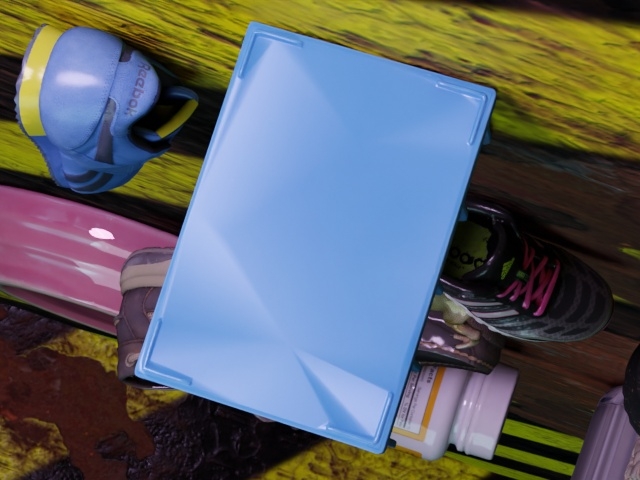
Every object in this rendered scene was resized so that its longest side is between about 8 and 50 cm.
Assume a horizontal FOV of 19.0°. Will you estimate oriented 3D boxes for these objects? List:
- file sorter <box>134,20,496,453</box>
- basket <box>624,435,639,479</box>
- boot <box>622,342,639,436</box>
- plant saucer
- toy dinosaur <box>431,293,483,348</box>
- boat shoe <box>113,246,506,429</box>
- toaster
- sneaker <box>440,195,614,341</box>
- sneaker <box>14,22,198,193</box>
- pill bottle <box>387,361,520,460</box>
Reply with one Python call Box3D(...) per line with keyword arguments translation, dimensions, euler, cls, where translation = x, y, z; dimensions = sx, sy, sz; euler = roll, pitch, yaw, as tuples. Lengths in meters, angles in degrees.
Box3D(translation=(0.005, 0.005, 0.901), dimensions=(0.118, 0.170, 0.104), euler=(17, 174, 11), cls="file sorter")
Box3D(translation=(0.284, 0.142, 1.354), dimensions=(0.103, 0.113, 0.167), euler=(20, 171, 6), cls="basket")
Box3D(translation=(0.347, 0.116, 1.092), dimensions=(0.338, 0.118, 0.223), euler=(14, 166, -1), cls="boot")
Box3D(translation=(-0.188, 0.040, 1.798), dimensions=(0.332, 0.084, 0.332), euler=(19, 171, 3), cls="plant saucer")
Box3D(translation=(0.097, 0.041, 1.315), dimensions=(0.183, 0.053, 0.092), euler=(14, 169, 26), cls="toy dinosaur")
Box3D(translation=(-0.015, 0.089, 1.530), dimensions=(0.355, 0.130, 0.132), euler=(4, 166, 35), cls="boat shoe")
Box3D(translation=(0.304, 0.217, 1.662), dimensions=(0.227, 0.146, 0.129), euler=(18, 170, -1), cls="toaster")
Box3D(translation=(0.103, 0.016, 1.110), dimensions=(0.170, 0.063, 0.075), euler=(26, 176, -16), cls="sneaker")
Box3D(translation=(-0.107, -0.061, 1.053), dimensions=(0.082, 0.069, 0.209), euler=(14, 171, 5), cls="sneaker")
Box3D(translation=(0.059, 0.119, 1.658), dimensions=(0.215, 0.117, 0.117), euler=(18, 171, 8), cls="pill bottle")
